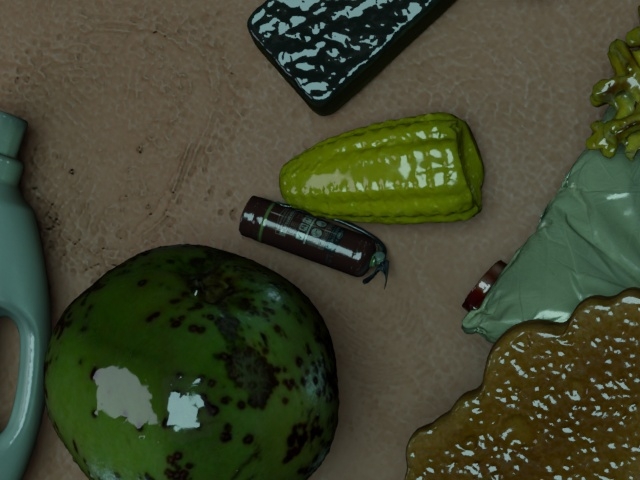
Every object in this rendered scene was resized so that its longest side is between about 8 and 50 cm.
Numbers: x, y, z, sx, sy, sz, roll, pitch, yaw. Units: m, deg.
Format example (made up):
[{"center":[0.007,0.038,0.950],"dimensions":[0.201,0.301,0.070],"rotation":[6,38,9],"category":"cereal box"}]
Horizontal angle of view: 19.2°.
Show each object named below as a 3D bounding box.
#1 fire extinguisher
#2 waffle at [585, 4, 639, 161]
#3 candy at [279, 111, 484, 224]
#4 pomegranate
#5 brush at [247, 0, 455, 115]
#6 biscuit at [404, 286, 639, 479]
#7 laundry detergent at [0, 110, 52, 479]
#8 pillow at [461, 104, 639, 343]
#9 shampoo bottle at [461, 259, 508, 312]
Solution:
[{"center":[0.000,0.000,1.860],"dimensions":[0.158,0.043,0.064],"rotation":[20,49,10],"category":"fire extinguisher"},{"center":[0.409,-0.136,1.749],"dimensions":[0.293,0.069,0.260],"rotation":[28,74,11],"category":"waffle"},{"center":[0.054,-0.063,1.830],"dimensions":[0.199,0.094,0.106],"rotation":[-6,92,16],"category":"candy"},{"center":[-0.119,0.180,1.790],"dimensions":[0.285,0.285,0.341],"rotation":[11,120,11],"category":"pomegranate"},{"center":[0.031,-0.229,1.855],"dimensions":[0.197,0.059,0.123],"rotation":[-43,79,5],"category":"brush"},{"center":[0.211,0.167,1.695],"dimensions":[0.186,0.044,0.295],"rotation":[46,107,1],"category":"biscuit"},{"center":[-0.370,0.064,1.891],"dimensions":[0.264,0.125,0.398],"rotation":[20,89,12],"category":"laundry detergent"},{"center":[0.318,0.041,1.750],"dimensions":[0.274,0.076,0.281],"rotation":[33,74,9],"category":"pillow"},{"center":[0.250,0.124,1.795],"dimensions":[0.260,0.064,0.102],"rotation":[40,87,10],"category":"shampoo bottle"}]
